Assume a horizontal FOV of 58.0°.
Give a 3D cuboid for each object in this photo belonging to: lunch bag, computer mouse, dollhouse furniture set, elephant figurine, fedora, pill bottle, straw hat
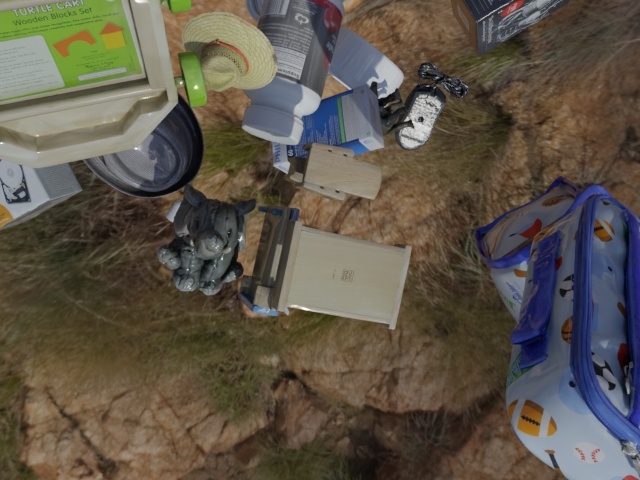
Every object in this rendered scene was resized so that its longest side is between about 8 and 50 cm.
[{"bbox_3d":[0.291,0.107,0.543,0.243,0.303,0.115,39,134,-10],"label":"lunch bag"},{"bbox_3d":[0.329,-0.417,1.840,0.188,0.072,0.272,21,113,-21],"label":"computer mouse"},{"bbox_3d":[0.000,0.000,1.020,0.198,0.303,0.286,12,89,-20],"label":"dollhouse furniture set"},{"bbox_3d":[-0.183,-0.021,1.004,0.186,0.169,0.239,55,145,18],"label":"elephant figurine"},{"bbox_3d":[-0.364,-0.197,1.144,0.243,0.124,0.275,-39,113,5],"label":"fedora"},{"bbox_3d":[-0.069,-0.380,1.256,0.176,0.176,0.319,15,89,-4],"label":"pill bottle"},{"bbox_3d":[0.419,0.087,0.905,0.239,0.385,0.328,-38,88,19],"label":"lunch bag"},{"bbox_3d":[-0.137,-0.242,0.804,0.144,0.144,0.061,24,60,-6],"label":"straw hat"}]

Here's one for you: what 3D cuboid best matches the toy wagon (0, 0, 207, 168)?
[{"bbox_3d":[-0.244,-0.190,0.489,0.267,0.344,0.068,-15,62,-13],"label":"toy wagon"}]

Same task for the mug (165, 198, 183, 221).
[{"bbox_3d":[-0.437,-0.094,1.764,0.078,0.062,0.064,36,105,14],"label":"mug"}]

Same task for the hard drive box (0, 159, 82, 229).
[{"bbox_3d":[-0.569,-0.154,1.039,0.181,0.089,0.232,-22,98,25],"label":"hard drive box"}]

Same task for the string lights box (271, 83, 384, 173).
[{"bbox_3d":[0.010,-0.258,1.365,0.259,0.076,0.133,-12,74,25],"label":"string lights box"}]

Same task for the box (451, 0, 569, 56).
[{"bbox_3d":[0.554,-0.732,1.669,0.312,0.343,0.179,-30,84,15],"label":"box"}]

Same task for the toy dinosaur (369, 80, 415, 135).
[{"bbox_3d":[0.157,-0.331,1.568,0.160,0.313,0.121,-25,84,12],"label":"toy dinosaur"}]

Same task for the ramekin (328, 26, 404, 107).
[{"bbox_3d":[0.121,-0.520,1.754,0.277,0.277,0.135,35,103,-9],"label":"ramekin"}]

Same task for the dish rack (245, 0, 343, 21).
[{"bbox_3d":[-0.059,-0.701,1.368,0.285,0.072,0.333,-20,125,-14],"label":"dish rack"}]
